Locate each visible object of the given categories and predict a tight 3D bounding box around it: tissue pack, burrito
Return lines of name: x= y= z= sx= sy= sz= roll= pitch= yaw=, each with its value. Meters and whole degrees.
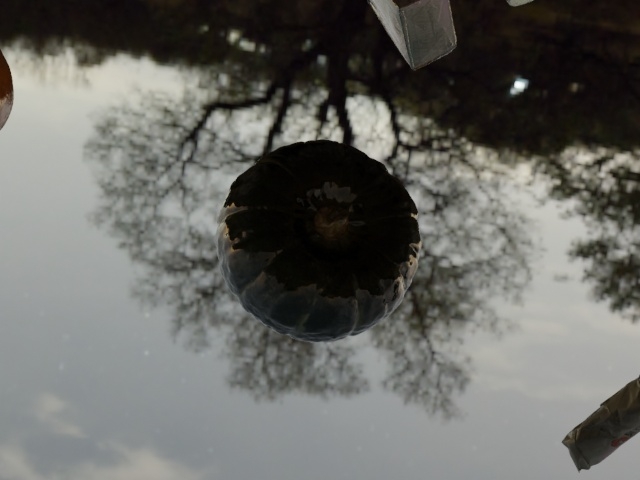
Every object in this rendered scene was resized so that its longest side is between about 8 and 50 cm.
tissue pack: x=0.178 y=-0.502 z=2.268 sx=0.124 sy=0.185 sz=0.225 roll=-27 pitch=-125 yaw=-1
burrito: x=0.401 y=0.235 z=1.465 sx=0.064 sy=0.203 sz=0.064 roll=23 pitch=-142 yaw=-19

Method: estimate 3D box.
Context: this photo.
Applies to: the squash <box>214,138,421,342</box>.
squash: x=0.000 y=0.000 z=1.343 sx=0.252 sy=0.252 sz=0.165 roll=6 pitch=165 yaw=-8

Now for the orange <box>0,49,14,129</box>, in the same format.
orange: x=-0.678 y=-0.290 z=1.940 sx=0.284 sy=0.226 sz=0.284 roll=50 pitch=-173 yaw=-9

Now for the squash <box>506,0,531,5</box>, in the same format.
squash: x=0.401 y=-0.465 z=1.844 sx=0.219 sy=0.041 sz=0.219 roll=-34 pitch=174 yaw=-4
